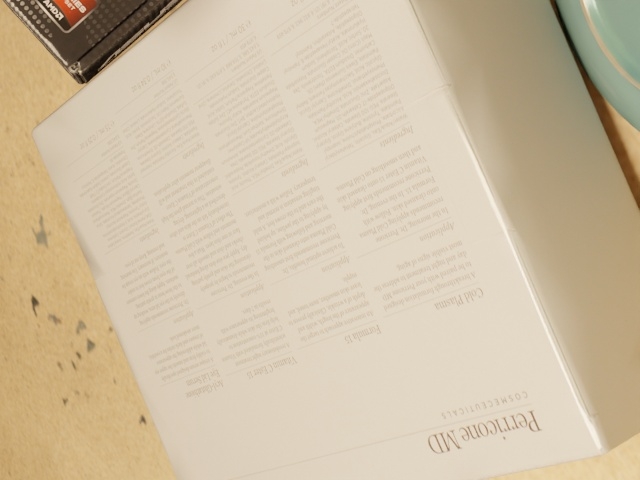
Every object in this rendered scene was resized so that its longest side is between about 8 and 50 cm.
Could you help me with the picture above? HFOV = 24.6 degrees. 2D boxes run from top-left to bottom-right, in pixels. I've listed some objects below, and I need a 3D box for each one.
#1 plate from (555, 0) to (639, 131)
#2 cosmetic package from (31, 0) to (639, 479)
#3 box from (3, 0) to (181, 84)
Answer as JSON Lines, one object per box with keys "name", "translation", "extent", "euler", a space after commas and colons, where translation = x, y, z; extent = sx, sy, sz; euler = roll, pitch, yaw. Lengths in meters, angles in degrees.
{"name": "plate", "translation": [0.163, -0.117, 0.618], "extent": [0.188, 0.024, 0.188], "euler": [26, 126, 43]}
{"name": "cosmetic package", "translation": [0.000, 0.000, 0.811], "extent": [0.377, 0.097, 0.284], "euler": [-25, 86, 53]}
{"name": "box", "translation": [-0.125, -0.245, 0.697], "extent": [0.270, 0.216, 0.060], "euler": [49, 177, -4]}
